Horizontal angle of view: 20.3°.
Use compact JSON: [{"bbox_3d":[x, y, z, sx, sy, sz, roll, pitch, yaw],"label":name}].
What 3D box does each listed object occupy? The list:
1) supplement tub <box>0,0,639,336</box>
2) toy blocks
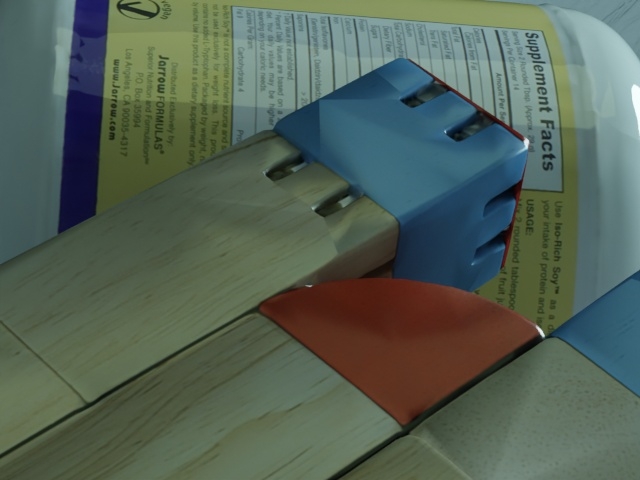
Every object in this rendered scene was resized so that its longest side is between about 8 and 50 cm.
[{"bbox_3d":[0.015,0.007,0.799,0.331,0.241,0.241,4,14,-8],"label":"supplement tub"},{"bbox_3d":[0.038,0.105,0.381,0.261,0.190,0.381,-30,53,-33],"label":"toy blocks"}]
